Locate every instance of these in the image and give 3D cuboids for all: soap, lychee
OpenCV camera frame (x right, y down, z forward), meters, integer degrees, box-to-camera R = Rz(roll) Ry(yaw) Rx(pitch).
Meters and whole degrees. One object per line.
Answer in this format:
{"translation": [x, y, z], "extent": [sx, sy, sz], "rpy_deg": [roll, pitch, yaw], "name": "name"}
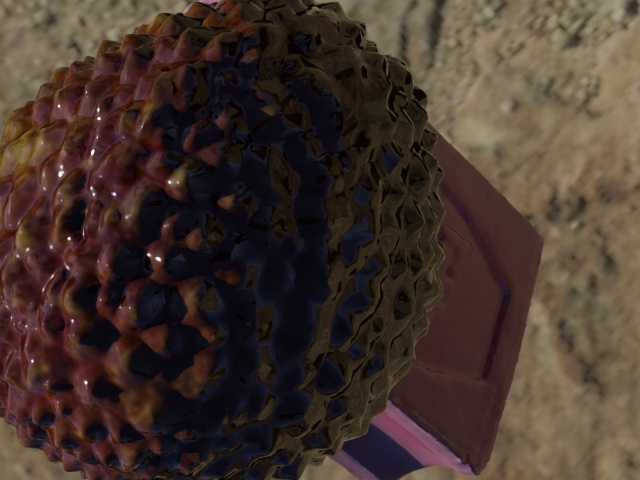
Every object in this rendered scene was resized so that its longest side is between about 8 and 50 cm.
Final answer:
{"translation": [0.000, 0.000, 1.413], "extent": [0.128, 0.233, 0.359], "rpy_deg": [-12, 139, 41], "name": "soap"}
{"translation": [-0.053, 0.002, 0.916], "extent": [0.236, 0.236, 0.271], "rpy_deg": [41, 126, 8], "name": "lychee"}
